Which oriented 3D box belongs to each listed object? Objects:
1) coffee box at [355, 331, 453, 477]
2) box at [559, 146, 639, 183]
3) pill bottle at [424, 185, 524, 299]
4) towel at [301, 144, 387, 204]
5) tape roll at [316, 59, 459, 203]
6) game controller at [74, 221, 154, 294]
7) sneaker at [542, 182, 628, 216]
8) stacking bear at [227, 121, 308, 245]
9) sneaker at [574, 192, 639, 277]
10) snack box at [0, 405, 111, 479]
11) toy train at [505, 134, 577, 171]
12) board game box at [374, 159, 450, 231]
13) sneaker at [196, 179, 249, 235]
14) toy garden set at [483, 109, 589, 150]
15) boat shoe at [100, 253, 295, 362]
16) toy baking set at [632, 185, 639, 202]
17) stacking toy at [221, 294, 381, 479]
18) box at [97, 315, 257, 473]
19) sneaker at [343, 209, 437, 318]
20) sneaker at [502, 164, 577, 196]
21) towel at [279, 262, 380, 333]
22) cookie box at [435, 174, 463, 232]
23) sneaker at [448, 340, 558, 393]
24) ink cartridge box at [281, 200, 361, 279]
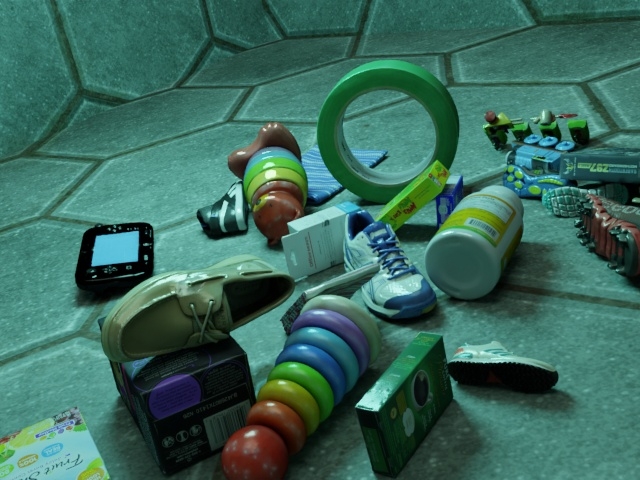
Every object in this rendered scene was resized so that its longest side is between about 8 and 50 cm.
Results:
[{"bbox_3d":[0.120,0.219,1.078,0.040,0.113,0.184,4,30,37],"label":"coffee box"},{"bbox_3d":[0.630,-0.158,1.640,0.183,0.059,0.233,9,14,39],"label":"box"},{"bbox_3d":[0.294,-0.008,1.453,0.136,0.136,0.246,3,28,29],"label":"pill bottle"},{"bbox_3d":[-0.009,-0.183,2.082,0.243,0.040,0.336,8,31,35],"label":"towel"},{"bbox_3d":[0.155,-0.245,1.802,0.321,0.321,0.077,-5,24,15],"label":"tape roll"},{"bbox_3d":[-0.464,0.029,1.800,0.166,0.067,0.319,-15,25,-6],"label":"game controller"},{"bbox_3d":[0.541,-0.087,1.624,0.166,0.065,0.076,-3,10,11],"label":"sneaker"},{"bbox_3d":[-0.103,-0.110,1.821,0.175,0.164,0.289,-37,35,19],"label":"stacking bear"},{"bbox_3d":[0.549,-0.017,1.410,0.135,0.097,0.276,-6,21,-3],"label":"sneaker"},{"bbox_3d":[-0.391,0.338,1.102,0.174,0.070,0.207,-22,28,-22],"label":"snack box"},{"bbox_3d":[0.508,-0.189,1.820,0.105,0.080,0.184,-30,30,-22],"label":"toy train"},{"bbox_3d":[0.187,-0.082,1.653,0.181,0.043,0.092,-43,6,34],"label":"board game box"},{"bbox_3d":[-0.241,-0.083,1.923,0.121,0.079,0.217,-11,25,1],"label":"sneaker"},{"bbox_3d":[0.517,-0.263,1.915,0.244,0.049,0.204,0,-11,23],"label":"toy garden set"},{"bbox_3d":[-0.168,0.098,1.135,0.302,0.109,0.098,-20,25,-41],"label":"boat shoe"},{"bbox_3d":[0.690,-0.083,1.470,0.256,0.030,0.197,5,10,0],"label":"toy baking set"},{"bbox_3d":[-0.038,0.224,1.132,0.141,0.141,0.330,4,34,31],"label":"stacking toy"},{"bbox_3d":[-0.223,0.204,1.220,0.165,0.143,0.270,-19,26,-21],"label":"box"},{"bbox_3d":[0.109,0.038,1.448,0.112,0.131,0.296,-18,27,-18],"label":"sneaker"},{"bbox_3d":[0.477,-0.126,1.730,0.078,0.067,0.188,-4,14,-38],"label":"sneaker"},{"bbox_3d":[0.015,0.099,1.350,0.144,0.029,0.197,-22,-13,-22],"label":"towel"},{"bbox_3d":[0.274,-0.076,1.664,0.040,0.092,0.107,3,28,21],"label":"cookie box"},{"bbox_3d":[0.272,0.176,1.163,0.161,0.057,0.075,0,32,30],"label":"sneaker"},{"bbox_3d":[0.000,0.000,1.607,0.180,0.104,0.060,-20,26,-18],"label":"ink cartridge box"}]
